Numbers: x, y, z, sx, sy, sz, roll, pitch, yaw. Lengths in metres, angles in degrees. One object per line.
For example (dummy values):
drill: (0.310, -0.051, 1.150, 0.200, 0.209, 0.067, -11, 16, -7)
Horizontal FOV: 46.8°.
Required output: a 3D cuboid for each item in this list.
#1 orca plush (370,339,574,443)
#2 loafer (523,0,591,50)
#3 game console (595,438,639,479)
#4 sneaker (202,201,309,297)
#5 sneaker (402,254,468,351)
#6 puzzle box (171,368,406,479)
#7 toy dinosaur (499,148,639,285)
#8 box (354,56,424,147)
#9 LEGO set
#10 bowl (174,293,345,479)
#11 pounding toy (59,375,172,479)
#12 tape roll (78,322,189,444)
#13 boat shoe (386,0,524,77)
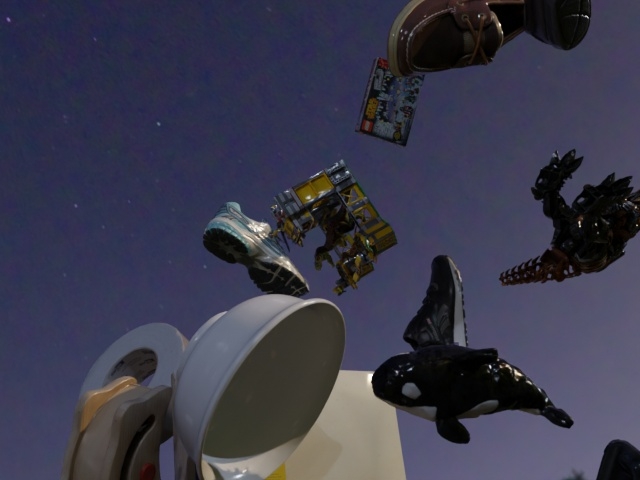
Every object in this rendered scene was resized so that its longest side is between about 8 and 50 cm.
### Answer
orca plush: (0.218, 0.193, 0.993, 0.287, 0.151, 0.102, 22, -44, -8)
loafer: (0.305, -0.408, 1.020, 0.109, 0.095, 0.303, -36, -51, -21)
game console: (0.384, 0.459, 1.010, 0.043, 0.213, 0.362, 14, -87, -9)
sneaker: (-0.119, 0.018, 1.613, 0.110, 0.122, 0.283, -25, -54, 39)
sneaker: (0.230, 0.161, 1.519, 0.124, 0.283, 0.107, -2, -24, -1)
puzzle box: (-0.040, 0.342, 1.190, 0.408, 0.272, 0.052, 9, -27, -32)
toy dinosaur: (0.448, -0.014, 1.239, 0.322, 0.164, 0.218, -44, -49, -29)
box: (0.123, -0.243, 1.305, 0.093, 0.027, 0.137, 15, -93, -15)
LEGO set: (0.000, 0.000, 1.526, 0.192, 0.255, 0.331, -30, -2, -15)
bowl: (-0.104, 0.189, 1.034, 0.298, 0.134, 0.298, -39, -37, -37)
pounding toy: (-0.235, 0.324, 0.963, 0.154, 0.154, 0.270, 28, -109, -63)
tape roll: (-0.303, 0.248, 1.257, 0.219, 0.219, 0.072, -39, -53, -3)
boat shoe: (0.243, -0.345, 1.217, 0.342, 0.123, 0.123, -27, -57, -41)
